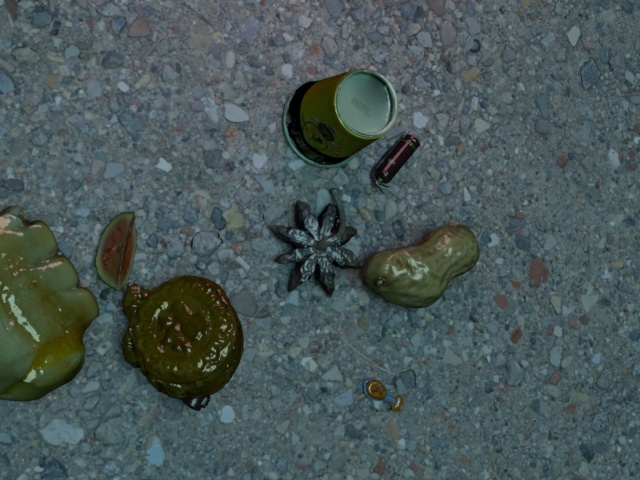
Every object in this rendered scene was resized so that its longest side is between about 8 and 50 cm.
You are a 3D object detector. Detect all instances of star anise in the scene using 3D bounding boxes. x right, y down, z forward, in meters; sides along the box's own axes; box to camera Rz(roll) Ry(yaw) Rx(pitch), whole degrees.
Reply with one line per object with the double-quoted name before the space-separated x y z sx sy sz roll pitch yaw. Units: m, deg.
"star anise" -0.001 0.000 1.918 0.230 0.081 0.262 25 78 -7

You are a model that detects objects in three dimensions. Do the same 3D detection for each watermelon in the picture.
"watermelon" -0.402 0.025 1.761 0.069 0.087 0.163 22 75 -50

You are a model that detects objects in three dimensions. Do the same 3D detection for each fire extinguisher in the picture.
"fire extinguisher" 0.171 -0.183 2.024 0.064 0.043 0.158 35 70 16

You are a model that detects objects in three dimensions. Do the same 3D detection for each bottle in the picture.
"bottle" -0.236 0.275 1.808 0.060 0.060 0.164 28 76 -17

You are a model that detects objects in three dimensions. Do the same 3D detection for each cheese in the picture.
"cheese" 0.143 0.353 1.977 0.111 0.017 0.047 34 77 -16

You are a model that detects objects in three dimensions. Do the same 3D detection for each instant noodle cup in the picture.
"instant noodle cup" 0.055 -0.275 1.883 0.215 0.236 0.215 1 86 -24

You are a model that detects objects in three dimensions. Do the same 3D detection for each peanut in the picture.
"peanut" 0.238 0.066 1.977 0.291 0.143 0.159 -21 101 -25

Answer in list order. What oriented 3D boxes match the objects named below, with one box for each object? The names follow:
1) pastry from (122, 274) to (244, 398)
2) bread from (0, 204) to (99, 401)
"pastry" -0.273 0.199 1.743 0.235 0.132 0.240 -6 68 6
"bread" -0.586 0.136 1.601 0.341 0.210 0.300 54 47 -16
